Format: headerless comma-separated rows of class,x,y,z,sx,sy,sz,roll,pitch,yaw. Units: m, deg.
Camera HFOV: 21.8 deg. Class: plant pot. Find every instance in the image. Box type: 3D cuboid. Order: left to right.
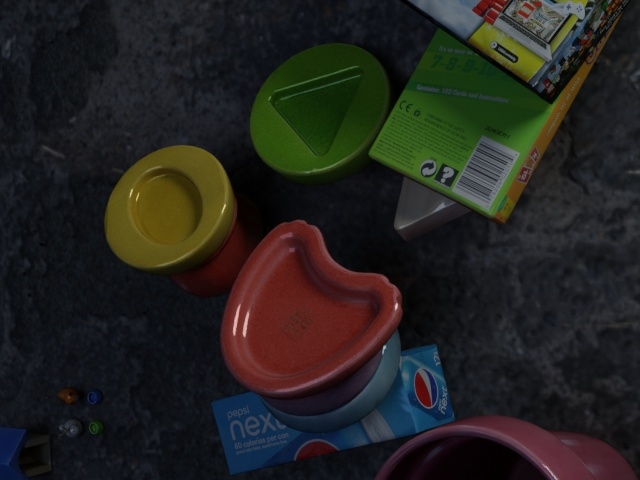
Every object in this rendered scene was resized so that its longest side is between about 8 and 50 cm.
plant pot,0.160,0.227,1.296,0.201,0.180,0.201,5,98,35

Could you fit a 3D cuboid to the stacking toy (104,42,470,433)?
stacking toy,0.000,0.000,1.428,0.279,0.130,0.309,-42,54,-1

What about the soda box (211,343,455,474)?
soda box,0.009,0.150,1.462,0.210,0.067,0.071,-18,85,35

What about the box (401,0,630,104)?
box,0.137,-0.233,1.295,0.233,0.044,0.159,40,95,30

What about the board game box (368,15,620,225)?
board game box,0.152,-0.152,1.307,0.124,0.039,0.259,29,91,29

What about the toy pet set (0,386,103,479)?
toy pet set,-0.281,0.211,1.672,0.114,0.065,0.122,1,95,35
